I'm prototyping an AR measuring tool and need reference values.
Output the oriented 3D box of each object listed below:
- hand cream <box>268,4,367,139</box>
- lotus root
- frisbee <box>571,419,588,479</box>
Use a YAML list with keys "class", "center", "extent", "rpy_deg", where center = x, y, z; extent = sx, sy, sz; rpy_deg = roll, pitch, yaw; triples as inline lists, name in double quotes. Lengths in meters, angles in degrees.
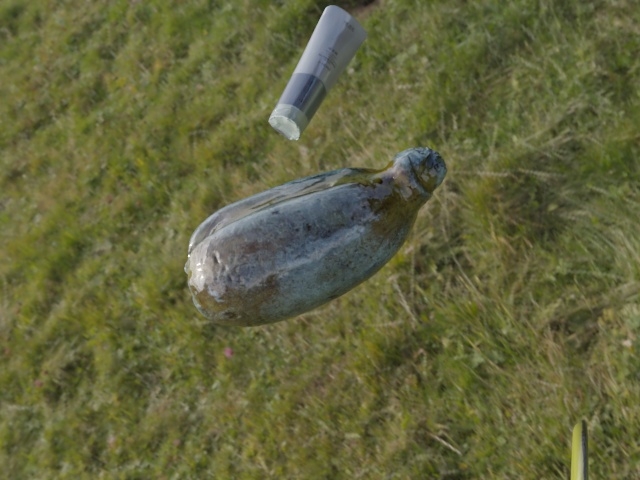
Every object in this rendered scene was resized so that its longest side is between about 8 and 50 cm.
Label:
- class: "hand cream"
  center: [-0.002, -0.258, 1.227]
  extent: [0.048, 0.079, 0.255]
  rpy_deg: [-31, 27, 53]
- class: "lotus root"
  center: [0.000, 0.000, 0.922]
  extent: [0.322, 0.140, 0.158]
  rpy_deg: [-21, 19, 3]
- class: "frisbee"
  center: [0.319, 0.341, 1.011]
  extent: [0.017, 0.236, 0.236]
  rpy_deg: [1, 57, 16]
